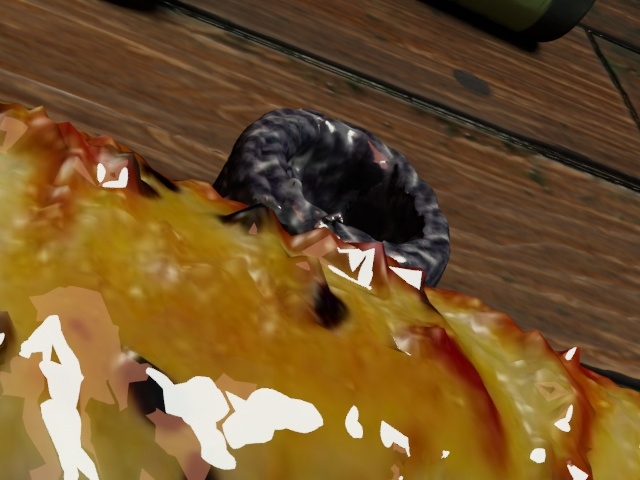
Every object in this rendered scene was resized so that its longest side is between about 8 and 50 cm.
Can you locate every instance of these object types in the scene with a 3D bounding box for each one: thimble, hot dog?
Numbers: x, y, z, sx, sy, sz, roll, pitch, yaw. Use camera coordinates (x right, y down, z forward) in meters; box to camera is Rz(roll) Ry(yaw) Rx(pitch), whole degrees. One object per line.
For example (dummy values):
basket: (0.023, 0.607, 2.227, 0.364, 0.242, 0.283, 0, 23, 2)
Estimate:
thimble: (0.001, -0.001, 0.719, 0.095, 0.066, 0.104, 31, 26, 5)
hot dog: (0.043, 0.152, 0.378, 0.365, 0.196, 0.367, 25, 30, -21)

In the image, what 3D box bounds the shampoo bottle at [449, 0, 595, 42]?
shampoo bottle: (0.029, -0.209, 1.063, 0.283, 0.101, 0.101, 23, 28, -16)
